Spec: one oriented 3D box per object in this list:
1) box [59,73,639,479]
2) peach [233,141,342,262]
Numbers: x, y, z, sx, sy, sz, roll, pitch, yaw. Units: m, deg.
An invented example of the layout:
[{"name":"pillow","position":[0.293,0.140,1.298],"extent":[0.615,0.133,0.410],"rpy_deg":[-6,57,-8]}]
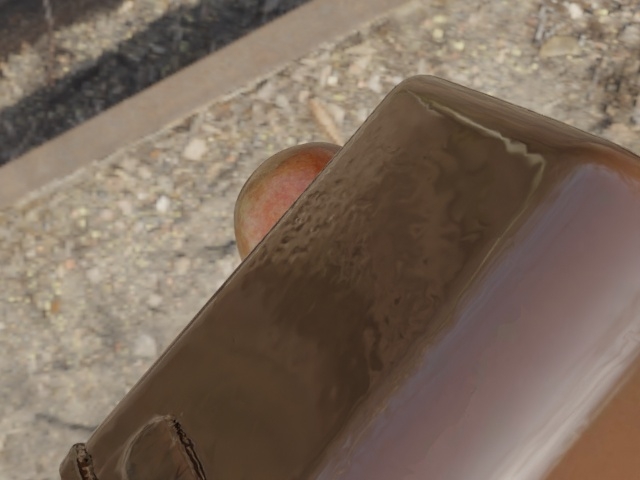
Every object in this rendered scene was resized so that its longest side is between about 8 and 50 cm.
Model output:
[{"name":"box","position":[0.107,0.122,0.495],"extent":[0.229,0.339,0.239],"rpy_deg":[-52,24,2]},{"name":"peach","position":[0.000,0.000,1.654],"extent":[0.252,0.252,0.253],"rpy_deg":[1,92,35]}]
